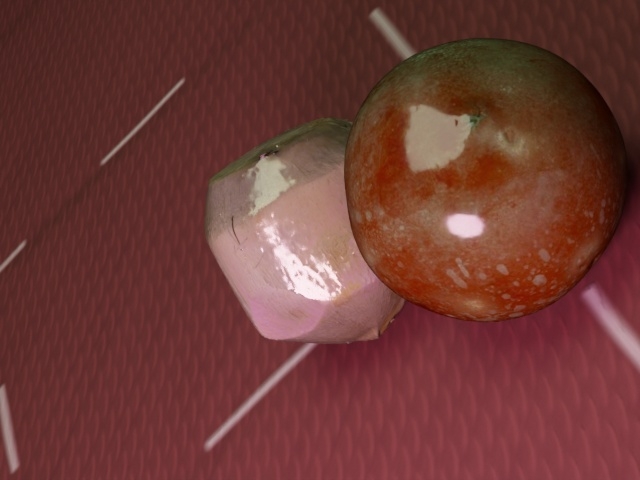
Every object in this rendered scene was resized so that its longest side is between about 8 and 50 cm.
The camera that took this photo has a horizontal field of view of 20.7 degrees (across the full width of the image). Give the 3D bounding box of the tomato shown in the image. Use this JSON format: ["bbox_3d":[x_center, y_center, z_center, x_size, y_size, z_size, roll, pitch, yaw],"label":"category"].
[{"bbox_3d":[0.149,-0.064,1.628,0.270,0.222,0.270,-2,75,7],"label":"tomato"}]

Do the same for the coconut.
[{"bbox_3d":[0.002,-0.001,1.819,0.227,0.230,0.227,-28,9,5],"label":"coconut"}]
